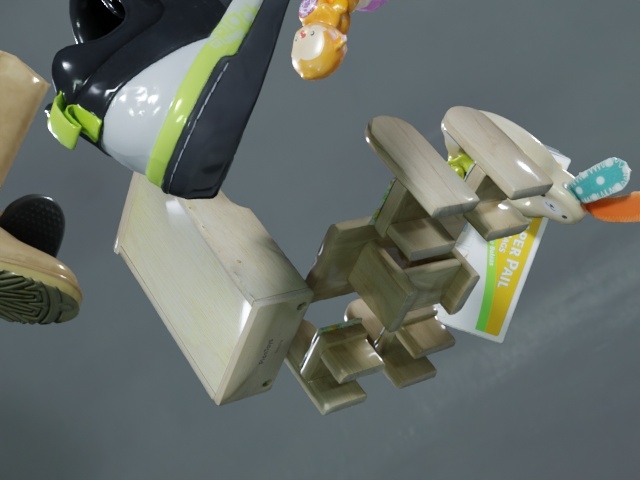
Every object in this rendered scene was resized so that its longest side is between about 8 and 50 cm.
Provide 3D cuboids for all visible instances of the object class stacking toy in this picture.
[{"bbox_3d":[0.033,-0.278,0.984,0.175,0.165,0.302,-2,59,45],"label":"stacking toy"}]

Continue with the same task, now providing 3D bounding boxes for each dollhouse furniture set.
[{"bbox_3d":[0.000,0.000,0.761,0.242,0.212,0.161,-12,50,-37],"label":"dollhouse furniture set"}]

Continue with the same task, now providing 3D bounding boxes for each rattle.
[{"bbox_3d":[0.168,-0.028,0.928,0.142,0.130,0.199,-37,54,-27],"label":"rattle"}]

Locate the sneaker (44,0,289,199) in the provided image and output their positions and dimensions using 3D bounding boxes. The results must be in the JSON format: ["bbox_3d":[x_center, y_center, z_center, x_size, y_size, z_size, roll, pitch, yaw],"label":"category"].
[{"bbox_3d":[-0.066,-0.113,0.496,0.235,0.097,0.084,-79,12,-54],"label":"sneaker"}]

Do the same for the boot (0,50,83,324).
[{"bbox_3d":[-0.321,-0.067,1.036,0.089,0.236,0.270,117,166,-54],"label":"boot"}]

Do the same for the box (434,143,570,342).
[{"bbox_3d":[0.173,-0.013,1.094,0.114,0.103,0.203,-54,-17,-80],"label":"box"}]

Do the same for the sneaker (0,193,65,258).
[{"bbox_3d":[-0.398,0.056,1.157,0.145,0.090,0.270,18,76,50],"label":"sneaker"}]
